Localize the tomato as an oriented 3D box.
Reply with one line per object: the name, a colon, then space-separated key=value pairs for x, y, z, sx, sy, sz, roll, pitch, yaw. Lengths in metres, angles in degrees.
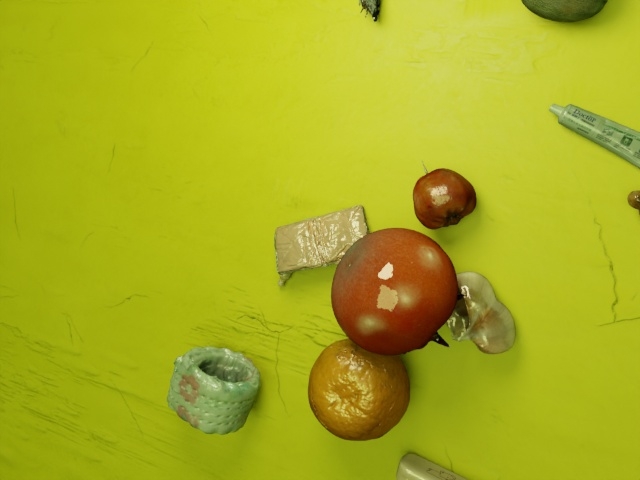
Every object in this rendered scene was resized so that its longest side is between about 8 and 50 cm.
tomato: x=0.142 y=0.098 z=1.061 sx=0.225 sy=0.255 sz=0.256 roll=33 pitch=111 yaw=-20

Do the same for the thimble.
thimble: x=-0.260 y=0.354 z=1.309 sx=0.211 sy=0.185 sz=0.149 roll=17 pitch=106 yaw=-12

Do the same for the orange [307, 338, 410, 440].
orange: x=0.082 y=0.312 z=1.158 sx=0.220 sy=0.193 sz=0.219 roll=6 pitch=111 yaw=16

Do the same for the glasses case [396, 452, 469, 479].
glasses case: x=0.258 y=0.523 z=1.159 sx=0.196 sy=0.083 sz=0.050 roll=20 pitch=104 yaw=19

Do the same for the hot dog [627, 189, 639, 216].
hot dog: x=0.616 y=-0.052 z=0.956 sx=0.140 sy=0.060 sz=0.089 roll=41 pitch=105 yaw=19

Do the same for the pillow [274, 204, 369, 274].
pillow: x=0.000 y=0.000 z=1.219 sx=0.233 sy=0.043 sz=0.126 roll=-14 pitch=70 yaw=19

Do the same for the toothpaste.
toothpaste: x=0.522 y=-0.196 z=0.997 sx=0.218 sy=0.041 sz=0.064 roll=31 pitch=101 yaw=14

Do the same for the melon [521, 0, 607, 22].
melon: x=0.428 y=-0.454 z=0.969 sx=0.168 sy=0.114 sz=0.114 roll=25 pitch=105 yaw=18

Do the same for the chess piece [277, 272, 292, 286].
chess piece: x=-0.079 y=0.070 z=1.292 sx=0.035 sy=0.035 sz=0.092 roll=31 pitch=110 yaw=18

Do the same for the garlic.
garlic: x=0.314 y=0.146 z=1.092 sx=0.124 sy=0.099 sz=0.174 roll=-22 pitch=84 yaw=3

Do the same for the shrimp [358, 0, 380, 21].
shrimp: x=0.094 y=-0.540 z=1.128 sx=0.076 sy=0.082 sz=0.174 roll=-25 pitch=78 yaw=29

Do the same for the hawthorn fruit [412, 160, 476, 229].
hawthorn fruit: x=0.242 y=-0.085 z=1.092 sx=0.140 sy=0.125 sz=0.125 roll=39 pitch=113 yaw=51
